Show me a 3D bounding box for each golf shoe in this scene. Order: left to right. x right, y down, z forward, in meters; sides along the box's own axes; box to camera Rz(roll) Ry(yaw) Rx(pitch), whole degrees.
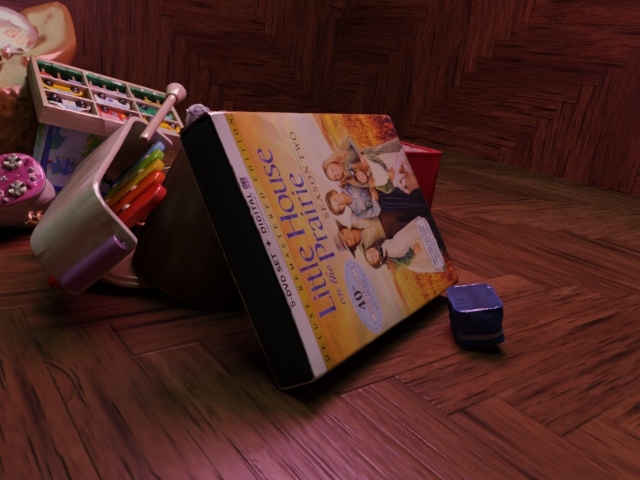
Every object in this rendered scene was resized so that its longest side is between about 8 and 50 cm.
[{"bbox_3d":[-0.590,-0.053,0.881,0.306,0.115,0.140,-8,-19,-6],"label":"golf shoe"}]

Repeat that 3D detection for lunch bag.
[{"bbox_3d":[-0.429,-0.141,1.039,0.218,0.176,0.090,8,15,-45],"label":"lunch bag"},{"bbox_3d":[0.214,0.105,0.752,0.067,0.065,0.098,-7,17,6],"label":"lunch bag"}]

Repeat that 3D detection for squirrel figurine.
[{"bbox_3d":[-0.663,-0.263,1.129,0.281,0.370,0.397,-13,66,-43],"label":"squirrel figurine"}]

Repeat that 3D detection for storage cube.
[{"bbox_3d":[0.135,-0.129,1.248,0.214,0.193,0.183,-7,22,-36],"label":"storage cube"}]

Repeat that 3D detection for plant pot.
[{"bbox_3d":[-0.141,-0.059,0.784,0.215,0.231,0.215,16,20,-6],"label":"plant pot"}]

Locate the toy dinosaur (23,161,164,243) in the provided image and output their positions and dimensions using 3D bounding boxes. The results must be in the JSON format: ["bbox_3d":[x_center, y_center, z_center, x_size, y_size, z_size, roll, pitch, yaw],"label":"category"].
[{"bbox_3d":[-0.323,-0.061,0.934,0.218,0.164,0.322,40,11,32],"label":"toy dinosaur"}]

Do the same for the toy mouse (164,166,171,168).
[{"bbox_3d":[-0.489,-0.179,1.409,0.160,0.031,0.143,9,17,5],"label":"toy mouse"}]

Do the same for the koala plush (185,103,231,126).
[{"bbox_3d":[-0.200,-0.165,1.125,0.196,0.221,0.203,25,35,25],"label":"koala plush"}]

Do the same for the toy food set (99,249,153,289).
[{"bbox_3d":[-0.280,0.042,0.802,0.191,0.039,0.132,13,22,-10],"label":"toy food set"}]

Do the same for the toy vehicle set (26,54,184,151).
[{"bbox_3d":[-0.394,-0.252,1.013,0.266,0.035,0.166,6,40,-43],"label":"toy vehicle set"}]

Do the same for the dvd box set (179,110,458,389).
[{"bbox_3d":[0.034,-0.026,0.734,0.062,0.308,0.420,-25,-5,35],"label":"dvd box set"}]

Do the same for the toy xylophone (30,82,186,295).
[{"bbox_3d":[-0.264,-0.082,0.722,0.081,0.236,0.323,46,26,-28],"label":"toy xylophone"}]
